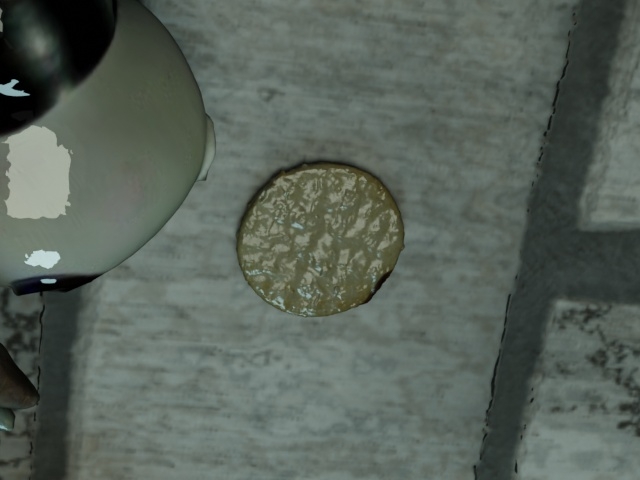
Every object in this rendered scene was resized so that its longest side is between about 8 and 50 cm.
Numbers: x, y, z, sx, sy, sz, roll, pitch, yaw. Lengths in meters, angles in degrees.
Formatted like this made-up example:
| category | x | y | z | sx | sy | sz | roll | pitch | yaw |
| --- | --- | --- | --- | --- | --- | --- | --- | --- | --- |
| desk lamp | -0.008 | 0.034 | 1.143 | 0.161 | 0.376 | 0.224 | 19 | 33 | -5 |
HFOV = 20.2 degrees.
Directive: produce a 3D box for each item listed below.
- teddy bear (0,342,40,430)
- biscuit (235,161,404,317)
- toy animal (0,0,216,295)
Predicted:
| category | x | y | z | sx | sy | sz | roll | pitch | yaw |
| --- | --- | --- | --- | --- | --- | --- | --- | --- | --- |
| teddy bear | -0.380 | -0.042 | 1.025 | 0.362 | 0.327 | 0.375 | -9 | 75 | -30 |
| biscuit | 0.000 | 0.000 | 1.243 | 0.120 | 0.015 | 0.120 | -4 | 114 | -9 |
| toy animal | -0.193 | -0.101 | 1.062 | 0.212 | 0.212 | 0.267 | -25 | 123 | 0 |
